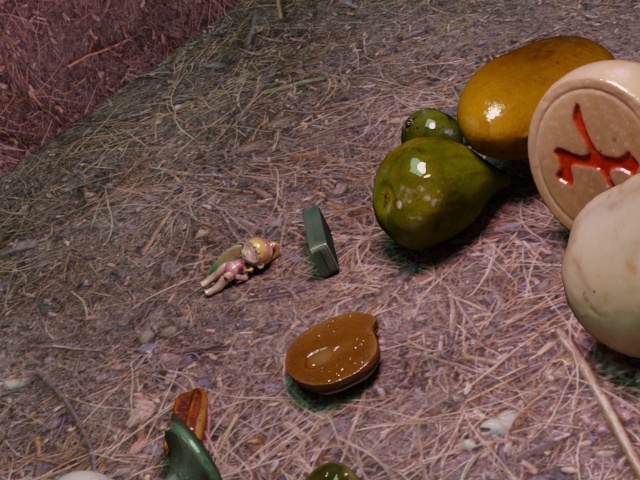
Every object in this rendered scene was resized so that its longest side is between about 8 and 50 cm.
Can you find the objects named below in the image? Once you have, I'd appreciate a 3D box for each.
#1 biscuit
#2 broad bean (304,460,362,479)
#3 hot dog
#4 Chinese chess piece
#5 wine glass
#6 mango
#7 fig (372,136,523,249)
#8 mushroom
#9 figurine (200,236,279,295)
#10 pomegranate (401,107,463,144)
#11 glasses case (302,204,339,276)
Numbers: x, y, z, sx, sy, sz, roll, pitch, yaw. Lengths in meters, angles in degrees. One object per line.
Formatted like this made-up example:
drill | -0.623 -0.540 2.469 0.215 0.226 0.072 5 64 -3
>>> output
biscuit | 0.027 0.212 2.050 0.181 0.049 0.208 -19 29 6
broad bean | 0.038 0.413 1.687 0.153 0.072 0.206 -34 31 -6
hot dog | -0.236 0.335 2.028 0.072 0.055 0.188 -18 30 15
Chinese chess piece | 0.527 -0.154 2.012 0.140 0.338 0.338 -21 23 -36
wine glass | -0.315 0.440 1.735 0.323 0.238 0.238 -32 30 -25
mango | 0.454 -0.282 2.351 0.301 0.220 0.445 23 40 31
fig | 0.242 -0.087 2.296 0.233 0.233 0.314 5 -4 40
mushroom | 0.566 0.036 1.795 0.336 0.314 0.314 -7 14 -41
figurine | -0.174 0.055 2.450 0.187 0.083 0.083 -37 30 1
pomegranate | 0.278 -0.244 2.549 0.191 0.131 0.152 -19 25 -8
glasses case | 0.000 0.000 2.389 0.039 0.077 0.184 -24 29 6
